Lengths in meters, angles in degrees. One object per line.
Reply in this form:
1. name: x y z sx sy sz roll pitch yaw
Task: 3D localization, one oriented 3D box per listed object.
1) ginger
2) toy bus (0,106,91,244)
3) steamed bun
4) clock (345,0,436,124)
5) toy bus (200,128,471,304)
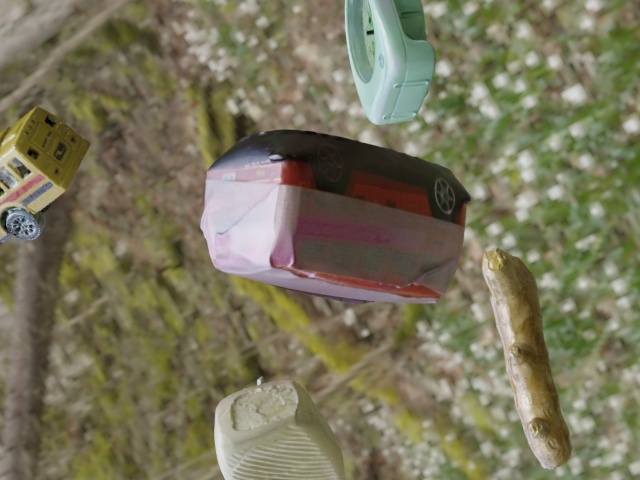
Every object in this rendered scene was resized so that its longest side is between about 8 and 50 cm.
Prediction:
1. ginger: 0.275 0.154 2.044 0.118 0.065 0.298 11 -118 -62
2. toy bus: -0.459 -0.047 2.122 0.123 0.335 0.121 42 -143 -23
3. steamed bun: -0.063 0.298 2.293 0.238 0.170 0.152 64 -173 -47
4. clock: 0.075 -0.254 1.822 0.159 0.066 0.210 112 148 -65
5. toy bus: 0.022 -0.018 1.550 0.303 0.128 0.147 14 -103 -47
